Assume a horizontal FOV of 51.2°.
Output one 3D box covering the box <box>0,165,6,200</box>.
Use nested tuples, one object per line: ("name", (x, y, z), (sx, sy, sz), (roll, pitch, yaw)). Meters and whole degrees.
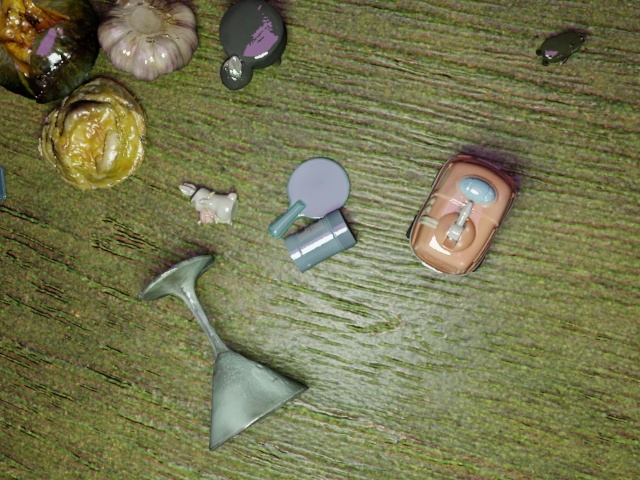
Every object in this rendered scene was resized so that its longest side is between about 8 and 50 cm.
("box", (-0.874, -0.150, 1.750), (0.074, 0.054, 0.099), (-9, 87, 8))

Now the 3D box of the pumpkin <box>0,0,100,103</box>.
("pumpkin", (-0.702, -0.505, 1.669), (0.321, 0.192, 0.320), (-1, 83, 11))

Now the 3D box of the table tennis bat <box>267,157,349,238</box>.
("table tennis bat", (-0.036, -0.099, 1.664), (0.153, 0.040, 0.244), (44, 89, 7))

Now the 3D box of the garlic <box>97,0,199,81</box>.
("garlic", (-0.423, -0.502, 1.667), (0.245, 0.160, 0.244), (2, 70, -6))

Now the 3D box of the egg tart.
("egg tart", (-0.582, -0.267, 1.692), (0.297, 0.132, 0.296), (0, 94, 7))

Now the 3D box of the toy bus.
("toy bus", (0.321, -0.059, 1.528), (0.194, 0.232, 0.287), (29, 93, 9))

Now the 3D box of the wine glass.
("wine glass", (-0.239, 0.248, 1.570), (0.267, 0.267, 0.405), (-33, 81, 4))

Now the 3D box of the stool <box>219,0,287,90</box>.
("stool", (-0.175, -0.482, 1.641), (0.228, 0.139, 0.153), (-43, 83, 4))

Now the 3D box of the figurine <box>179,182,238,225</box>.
("figurine", (-0.286, -0.084, 1.667), (0.146, 0.081, 0.098), (12, 89, 6))

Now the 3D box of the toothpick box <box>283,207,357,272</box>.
("toothpick box", (0.000, 0.000, 1.623), (0.153, 0.101, 0.101), (-28, 85, 6))

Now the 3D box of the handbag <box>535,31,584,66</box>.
("handbag", (0.580, -0.462, 1.601), (0.111, 0.047, 0.072), (-24, 80, 5))
